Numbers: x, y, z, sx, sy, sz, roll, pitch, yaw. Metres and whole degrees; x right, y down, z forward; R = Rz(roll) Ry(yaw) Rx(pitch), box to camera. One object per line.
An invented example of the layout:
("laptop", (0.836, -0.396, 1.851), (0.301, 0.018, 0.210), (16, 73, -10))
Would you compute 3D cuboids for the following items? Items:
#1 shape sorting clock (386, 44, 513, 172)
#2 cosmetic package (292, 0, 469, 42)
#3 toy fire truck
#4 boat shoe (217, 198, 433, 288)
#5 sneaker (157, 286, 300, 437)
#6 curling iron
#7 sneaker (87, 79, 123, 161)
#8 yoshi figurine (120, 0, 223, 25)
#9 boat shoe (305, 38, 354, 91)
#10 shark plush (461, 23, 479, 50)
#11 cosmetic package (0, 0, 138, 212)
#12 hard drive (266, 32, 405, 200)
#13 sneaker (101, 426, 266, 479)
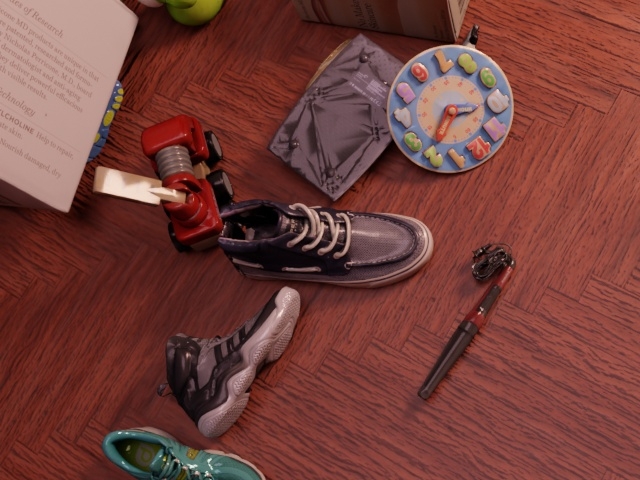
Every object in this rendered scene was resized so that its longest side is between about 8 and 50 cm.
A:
("shape sorting clock", (0.210, -0.212, 1.510), (0.206, 0.040, 0.206), (-1, 102, -3))
("cosmetic package", (0.101, -0.449, 1.604), (0.296, 0.153, 0.129), (13, 75, 20))
("toy fire truck", (-0.258, -0.109, 1.532), (0.158, 0.246, 0.217), (-20, 68, 8))
("boat shoe", (0.000, 0.000, 1.473), (0.341, 0.158, 0.127), (-5, 71, 14))
("sneaker", (-0.154, 0.167, 1.488), (0.153, 0.101, 0.268), (31, 84, 20))
("curling iron", (0.221, 0.123, 1.439), (0.068, 0.035, 0.274), (23, 79, 25))
("sneaker", (-0.431, -0.219, 1.725), (0.078, 0.067, 0.188), (17, 78, 42))
("yoshi figurine", (-0.318, -0.493, 1.750), (0.203, 0.203, 0.362), (-24, 42, -37))
("boat shoe", (0.023, -0.299, 1.633), (0.135, 0.050, 0.045), (-42, 43, -2))
("shark plush", (0.225, -0.302, 1.574), (0.067, 0.073, 0.161), (9, 78, 50))
("cosmetic package", (-0.586, -0.294, 1.605), (0.329, 0.327, 0.393), (5, 72, 35))
("hard drive", (0.049, -0.204, 1.573), (0.172, 0.054, 0.254), (38, 88, 15))
("sneaker", (-0.216, 0.360, 1.437), (0.275, 0.110, 0.107), (14, 76, 18))
